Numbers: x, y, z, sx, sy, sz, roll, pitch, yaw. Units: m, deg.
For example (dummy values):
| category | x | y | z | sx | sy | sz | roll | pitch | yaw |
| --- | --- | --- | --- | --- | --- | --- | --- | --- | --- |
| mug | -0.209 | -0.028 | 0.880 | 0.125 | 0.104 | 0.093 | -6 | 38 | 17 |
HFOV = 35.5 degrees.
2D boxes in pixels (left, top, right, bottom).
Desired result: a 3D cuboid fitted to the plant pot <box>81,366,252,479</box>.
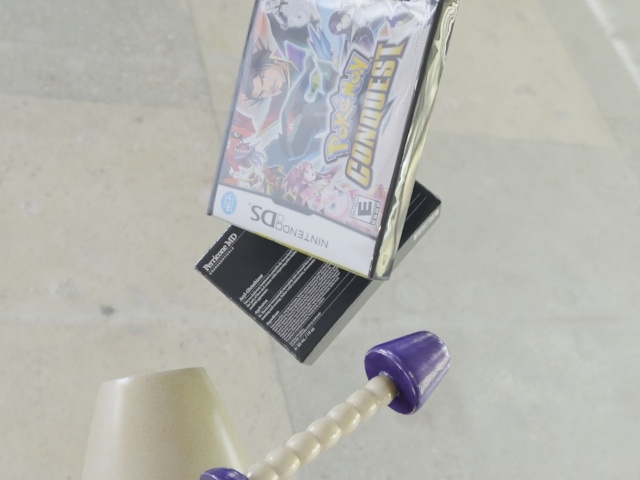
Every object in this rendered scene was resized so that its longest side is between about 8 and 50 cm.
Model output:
| category | x | y | z | sx | sy | sz | roll | pitch | yaw |
| --- | --- | --- | --- | --- | --- | --- | --- | --- | --- |
| plant pot | -0.181 | 0.296 | 1.193 | 0.256 | 0.256 | 0.274 | -4 | 80 | -30 |

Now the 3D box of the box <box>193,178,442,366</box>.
| category | x | y | z | sx | sy | sz | roll | pitch | yaw |
| --- | --- | --- | --- | --- | --- | --- | --- | --- | --- |
| box | 0.000 | 0.000 | 1.258 | 0.184 | 0.103 | 0.261 | 41 | 86 | 9 |

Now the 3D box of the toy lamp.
| category | x | y | z | sx | sy | sz | roll | pitch | yaw |
| --- | --- | --- | --- | --- | --- | --- | --- | --- | --- |
| toy lamp | 0.015 | 0.171 | 0.942 | 0.274 | 0.080 | 0.080 | -31 | 69 | -32 |

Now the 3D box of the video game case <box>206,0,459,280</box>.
| category | x | y | z | sx | sy | sz | roll | pitch | yaw |
| --- | --- | --- | --- | --- | --- | --- | --- | --- | --- |
| video game case | 0.001 | -0.125 | 1.015 | 0.248 | 0.275 | 0.035 | 21 | 11 | 41 |
